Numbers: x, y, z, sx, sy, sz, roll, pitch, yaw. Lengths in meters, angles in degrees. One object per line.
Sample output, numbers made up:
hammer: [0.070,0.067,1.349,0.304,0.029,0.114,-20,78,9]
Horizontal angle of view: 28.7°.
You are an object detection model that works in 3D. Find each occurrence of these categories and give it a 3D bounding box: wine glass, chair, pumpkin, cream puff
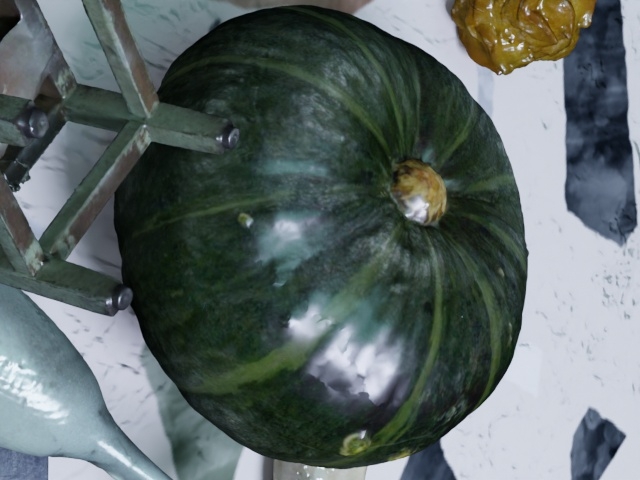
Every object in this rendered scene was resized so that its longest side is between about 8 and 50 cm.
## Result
wine glass: [-0.109,0.100,0.661,0.309,0.264,0.096,40,70,-13]
chair: [-0.199,-0.080,0.656,0.136,0.270,0.147,-61,152,-32]
pumpkin: [0.000,0.000,0.812,0.300,0.207,0.300,25,54,-41]
cream puff: [0.167,-0.181,1.002,0.116,0.122,0.094,-26,107,9]

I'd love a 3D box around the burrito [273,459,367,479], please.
burrito: [-0.002,0.190,0.932,0.087,0.060,0.226,8,89,-34]

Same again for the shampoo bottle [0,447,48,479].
shampoo bottle: [-0.273,0.143,0.722,0.233,0.049,0.087,4,87,-38]
